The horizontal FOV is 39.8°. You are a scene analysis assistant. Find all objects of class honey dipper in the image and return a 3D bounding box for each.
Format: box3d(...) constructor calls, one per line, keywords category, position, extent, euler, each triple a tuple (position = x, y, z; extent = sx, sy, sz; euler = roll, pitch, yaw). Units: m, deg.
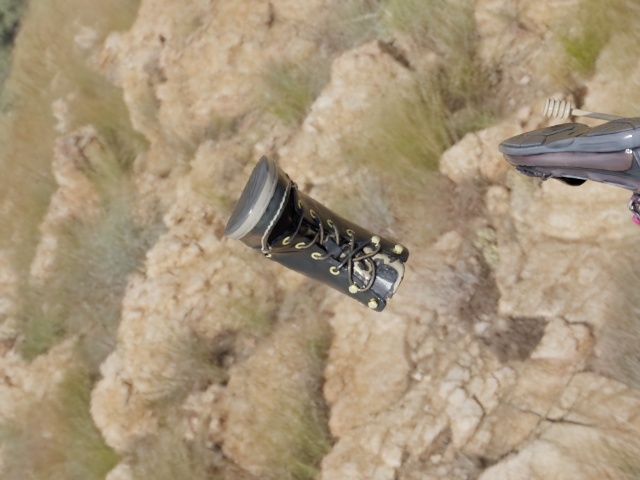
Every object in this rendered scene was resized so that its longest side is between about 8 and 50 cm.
box3d(category="honey dipper", position=(0.419, -0.188, 1.336), extent=(0.030, 0.161, 0.030), euler=(12, -90, -82))

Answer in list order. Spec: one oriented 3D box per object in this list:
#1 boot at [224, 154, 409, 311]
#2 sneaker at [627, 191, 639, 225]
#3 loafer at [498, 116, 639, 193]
box3d(category="boot", position=(0.000, 0.000, 1.388), extent=(0.138, 0.284, 0.377), euler=(-64, 3, -9))
box3d(category="sneaker", position=(0.560, -0.072, 1.448), extent=(0.112, 0.299, 0.120), euler=(10, 74, 26))
box3d(category="loafer", position=(0.344, -0.105, 1.192), extent=(0.109, 0.095, 0.302), euler=(-23, 11, -19))
